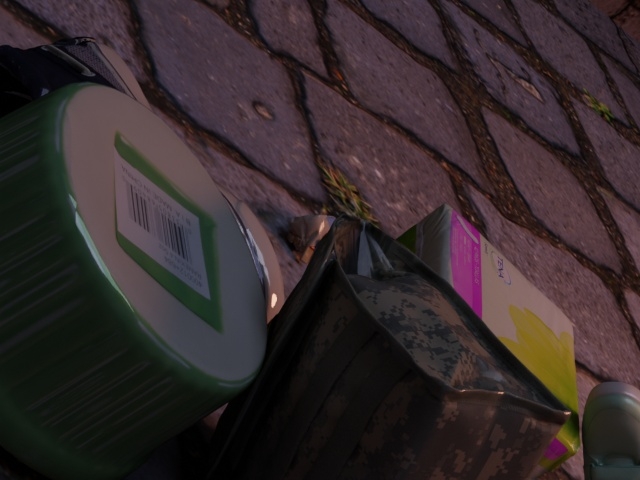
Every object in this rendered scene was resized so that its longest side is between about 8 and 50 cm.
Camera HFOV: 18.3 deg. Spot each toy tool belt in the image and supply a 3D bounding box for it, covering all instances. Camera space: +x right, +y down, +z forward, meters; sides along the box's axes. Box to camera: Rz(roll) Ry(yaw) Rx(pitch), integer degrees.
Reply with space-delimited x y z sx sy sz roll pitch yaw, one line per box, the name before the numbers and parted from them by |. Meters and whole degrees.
toy tool belt | 0.000 0.000 2.118 0.083 0.052 0.051 2 83 -58

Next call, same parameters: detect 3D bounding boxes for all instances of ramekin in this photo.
ramekin | -0.174 0.025 1.540 0.303 0.148 0.303 48 24 -29

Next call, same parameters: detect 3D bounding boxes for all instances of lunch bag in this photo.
lunch bag | 0.025 0.139 1.602 0.169 0.235 0.287 15 22 -38

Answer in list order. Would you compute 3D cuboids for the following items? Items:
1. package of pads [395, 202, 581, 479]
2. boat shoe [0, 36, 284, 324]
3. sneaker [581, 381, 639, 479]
package of pads | 0.184 0.116 2.203 0.229 0.101 0.296 43 24 -18
boat shoe | -0.182 -0.038 1.749 0.340 0.127 0.158 50 27 19
sneaker | 0.321 0.286 2.094 0.151 0.094 0.256 -51 134 -64
